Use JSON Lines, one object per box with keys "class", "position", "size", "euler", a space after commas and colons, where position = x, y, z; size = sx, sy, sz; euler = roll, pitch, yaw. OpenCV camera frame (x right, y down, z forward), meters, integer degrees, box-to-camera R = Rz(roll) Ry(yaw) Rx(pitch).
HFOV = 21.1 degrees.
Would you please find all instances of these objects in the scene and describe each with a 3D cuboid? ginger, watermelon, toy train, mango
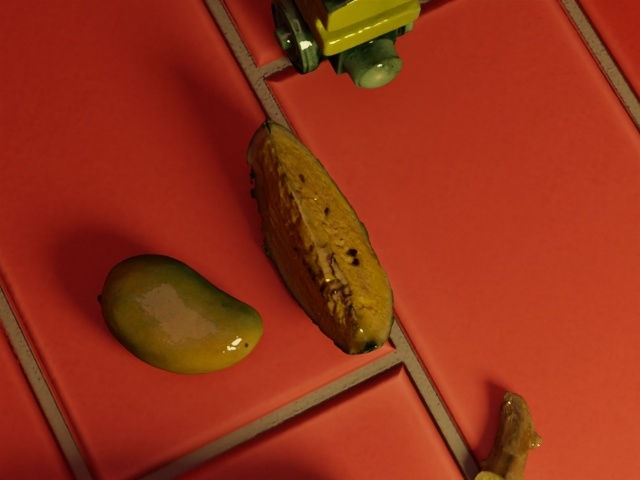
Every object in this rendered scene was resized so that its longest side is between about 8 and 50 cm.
{"class": "ginger", "position": [0.216, 0.243, 1.969], "size": [0.057, 0.044, 0.137], "euler": [12, 69, 23]}
{"class": "watermelon", "position": [0.000, 0.000, 2.003], "size": [0.123, 0.129, 0.301], "euler": [-25, 78, -6]}
{"class": "toy train", "position": [-0.015, -0.401, 2.068], "size": [0.179, 0.272, 0.442], "euler": [-23, 73, -11]}
{"class": "mango", "position": [-0.168, 0.091, 1.994], "size": [0.191, 0.085, 0.122], "euler": [31, 71, 11]}
